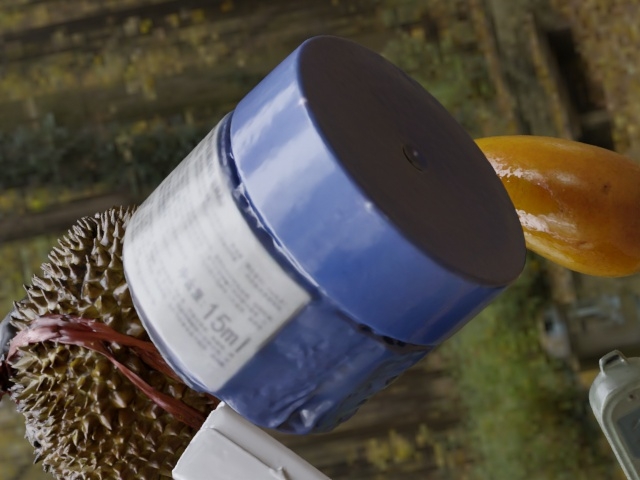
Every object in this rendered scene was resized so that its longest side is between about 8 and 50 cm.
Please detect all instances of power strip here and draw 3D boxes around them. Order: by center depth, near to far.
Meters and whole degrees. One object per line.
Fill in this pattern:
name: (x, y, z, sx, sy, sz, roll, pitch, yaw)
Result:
power strip: (0.317, 0.213, 1.486, 0.286, 0.080, 0.048, 59, -175, -25)

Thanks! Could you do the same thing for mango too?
mango: (0.209, -0.037, 1.518, 0.145, 0.219, 0.112, 32, -106, -78)

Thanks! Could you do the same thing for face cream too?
face cream: (0.000, 0.000, 1.322, 0.249, 0.225, 0.249, 36, -150, -25)

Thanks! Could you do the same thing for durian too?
durian: (-0.241, 0.137, 2.053, 0.347, 0.347, 0.384, 74, -170, -70)

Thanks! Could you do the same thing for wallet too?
wallet: (-0.031, 0.162, 1.079, 0.122, 0.061, 0.025, 34, -175, 9)
